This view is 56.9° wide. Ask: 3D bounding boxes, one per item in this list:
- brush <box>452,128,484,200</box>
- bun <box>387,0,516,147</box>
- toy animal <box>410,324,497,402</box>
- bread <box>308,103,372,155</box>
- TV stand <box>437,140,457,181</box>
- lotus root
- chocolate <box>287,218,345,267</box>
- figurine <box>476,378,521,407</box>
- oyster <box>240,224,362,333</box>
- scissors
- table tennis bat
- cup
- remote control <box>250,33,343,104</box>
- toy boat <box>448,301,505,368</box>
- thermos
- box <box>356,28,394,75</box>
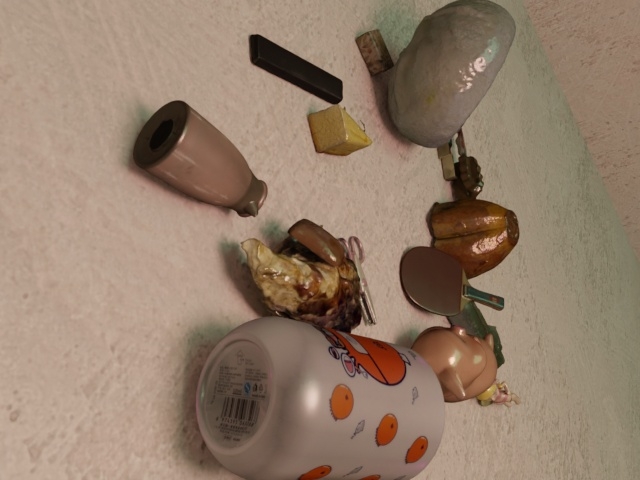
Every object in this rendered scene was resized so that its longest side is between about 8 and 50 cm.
[{"bbox_3d":[0.388,-0.230,1.599,0.071,0.084,0.300,5,58,-11],"label":"brush"},{"bbox_3d":[0.284,-0.393,1.346,0.211,0.361,0.362,33,44,2],"label":"bun"},{"bbox_3d":[0.261,0.248,1.188,0.250,0.167,0.153,19,74,-51],"label":"toy animal"},{"bbox_3d":[0.046,-0.213,1.149,0.109,0.084,0.080,-4,81,-52],"label":"bread"},{"bbox_3d":[0.331,-0.279,1.576,0.042,0.036,0.249,15,65,-49],"label":"TV stand"},{"bbox_3d":[0.375,-0.010,1.415,0.199,0.180,0.188,-49,119,-49],"label":"lotus root"},{"bbox_3d":[0.000,0.000,0.928,0.101,0.031,0.064,38,24,1],"label":"chocolate"},{"bbox_3d":[0.409,0.355,1.403,0.187,0.083,0.083,29,54,-35],"label":"figurine"},{"bbox_3d":[-0.005,0.069,0.967,0.275,0.100,0.271,57,24,-13],"label":"oyster"},{"bbox_3d":[0.075,0.077,1.123,0.085,0.022,0.176,-6,78,-56],"label":"scissors"},{"bbox_3d":[0.294,0.103,1.309,0.274,0.021,0.154,20,62,-19],"label":"table tennis bat"},{"bbox_3d":[-0.001,0.227,0.816,0.317,0.212,0.212,22,60,-44],"label":"cup"},{"bbox_3d":[-0.041,-0.325,1.135,0.245,0.025,0.063,11,72,-49],"label":"remote control"},{"bbox_3d":[0.355,0.187,1.386,0.085,0.078,0.260,-42,108,-30],"label":"toy boat"},{"bbox_3d":[-0.159,-0.112,0.850,0.193,0.105,0.137,35,20,-44],"label":"thermos"},{"bbox_3d":[0.128,-0.437,1.374,0.062,0.045,0.098,-36,104,-51],"label":"box"}]
